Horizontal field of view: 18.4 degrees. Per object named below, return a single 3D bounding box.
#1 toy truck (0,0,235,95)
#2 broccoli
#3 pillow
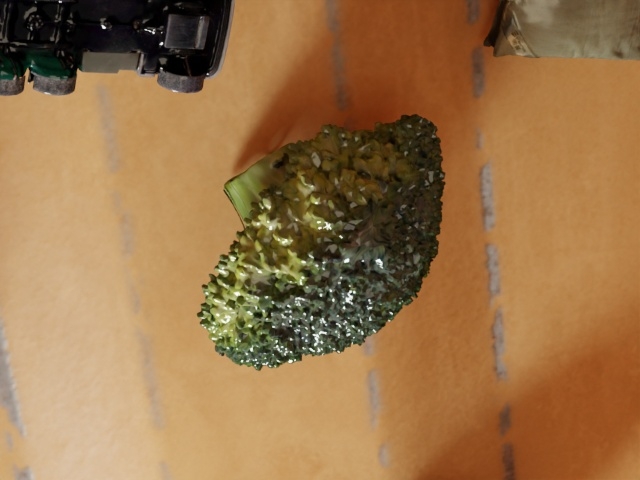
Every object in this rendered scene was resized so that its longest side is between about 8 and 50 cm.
[{"bbox_3d":[-0.181,-0.178,1.478,0.216,0.116,0.110,-1,116,-27],"label":"toy truck"},{"bbox_3d":[0.001,0.003,1.598,0.198,0.226,0.176,-5,80,-57],"label":"broccoli"},{"bbox_3d":[0.223,-0.256,1.615,0.148,0.050,0.230,0,115,-26],"label":"pillow"}]
